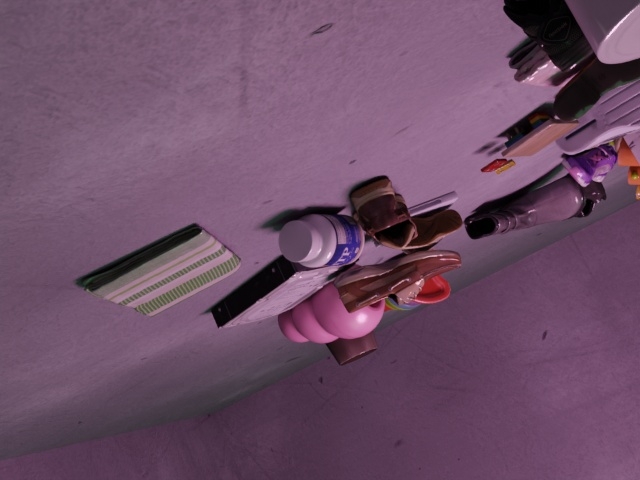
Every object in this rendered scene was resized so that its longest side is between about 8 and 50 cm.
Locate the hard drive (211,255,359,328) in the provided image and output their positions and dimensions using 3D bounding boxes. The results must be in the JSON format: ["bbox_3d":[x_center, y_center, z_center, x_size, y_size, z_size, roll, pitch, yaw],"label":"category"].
[{"bbox_3d":[-0.091,0.117,2.105,0.237,0.064,0.339,-9,158,-48],"label":"hard drive"}]

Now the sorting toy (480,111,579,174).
[{"bbox_3d":[0.457,-0.228,1.785,0.132,0.046,0.274,-9,159,-47],"label":"sorting toy"}]

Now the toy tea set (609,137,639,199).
[{"bbox_3d":[0.836,-0.233,2.225,0.124,0.200,0.336,14,169,33],"label":"toy tea set"}]

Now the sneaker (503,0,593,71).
[{"bbox_3d":[0.326,-0.322,1.178,0.087,0.130,0.227,-37,-170,25],"label":"sneaker"}]

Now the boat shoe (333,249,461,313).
[{"bbox_3d":[0.199,0.105,2.083,0.324,0.116,0.123,-15,168,0],"label":"boat shoe"}]

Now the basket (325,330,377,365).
[{"bbox_3d":[0.068,0.250,2.513,0.204,0.227,0.154,-26,166,9],"label":"basket"}]

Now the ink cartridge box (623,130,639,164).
[{"bbox_3d":[0.826,-0.247,1.982,0.160,0.219,0.092,-33,167,35],"label":"ink cartridge box"}]

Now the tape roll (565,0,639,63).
[{"bbox_3d":[0.408,-0.351,1.002,0.246,0.169,0.246,-23,167,-6],"label":"tape roll"}]

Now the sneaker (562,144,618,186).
[{"bbox_3d":[0.734,-0.213,2.234,0.104,0.095,0.236,-43,163,34],"label":"sneaker"}]

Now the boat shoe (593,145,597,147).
[{"bbox_3d":[0.670,-0.272,1.937,0.070,0.078,0.219,-9,168,-44],"label":"boat shoe"}]

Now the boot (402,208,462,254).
[{"bbox_3d":[0.235,-0.002,2.095,0.213,0.077,0.165,-17,166,-26],"label":"boot"}]

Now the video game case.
[{"bbox_3d":[0.241,-0.050,2.125,0.183,0.023,0.201,-20,166,-16],"label":"video game case"}]

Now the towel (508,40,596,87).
[{"bbox_3d":[0.512,-0.364,1.370,0.317,0.053,0.332,-9,159,-45],"label":"towel"}]

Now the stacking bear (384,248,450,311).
[{"bbox_3d":[0.250,0.148,2.616,0.164,0.175,0.289,-20,173,-25],"label":"stacking bear"}]

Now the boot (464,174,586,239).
[{"bbox_3d":[0.571,-0.074,2.345,0.222,0.118,0.338,-17,170,-26],"label":"boot"}]

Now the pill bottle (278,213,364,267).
[{"bbox_3d":[0.000,0.000,1.725,0.112,0.112,0.186,-33,164,30],"label":"pill bottle"}]

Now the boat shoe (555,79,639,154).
[{"bbox_3d":[0.662,-0.292,1.802,0.119,0.121,0.335,-23,179,-40],"label":"boat shoe"}]

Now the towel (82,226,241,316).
[{"bbox_3d":[-0.294,0.065,1.637,0.247,0.038,0.325,-27,164,3],"label":"towel"}]

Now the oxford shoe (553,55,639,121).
[{"bbox_3d":[0.480,-0.287,1.390,0.212,0.076,0.076,-34,-168,25],"label":"oxford shoe"}]

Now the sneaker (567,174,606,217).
[{"bbox_3d":[0.756,-0.116,2.527,0.109,0.130,0.286,-21,167,-22],"label":"sneaker"}]

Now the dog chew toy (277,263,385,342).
[{"bbox_3d":[0.015,0.191,2.293,0.331,0.207,0.206,-25,168,37],"label":"dog chew toy"}]

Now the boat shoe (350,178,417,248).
[{"bbox_3d":[0.147,-0.033,1.821,0.123,0.123,0.342,-25,166,3],"label":"boat shoe"}]
